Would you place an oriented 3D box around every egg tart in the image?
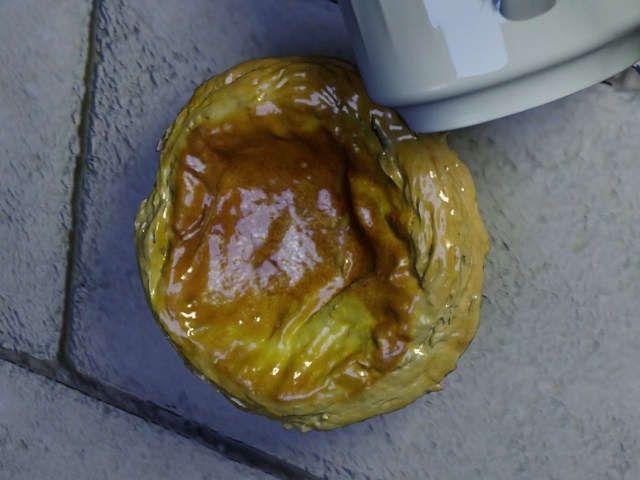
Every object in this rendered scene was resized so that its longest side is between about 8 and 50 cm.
[{"bbox_3d":[0.000,0.000,1.550,0.352,0.150,0.352,7,108,25],"label":"egg tart"}]

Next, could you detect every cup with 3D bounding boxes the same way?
[{"bbox_3d":[0.114,-0.261,1.286,0.237,0.323,0.327,-19,100,-3],"label":"cup"}]
